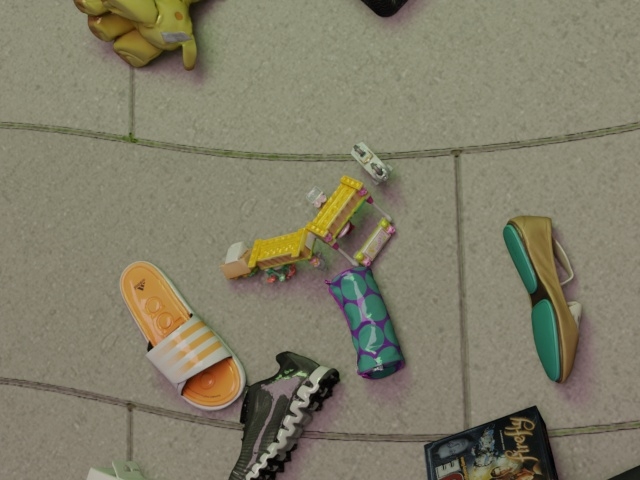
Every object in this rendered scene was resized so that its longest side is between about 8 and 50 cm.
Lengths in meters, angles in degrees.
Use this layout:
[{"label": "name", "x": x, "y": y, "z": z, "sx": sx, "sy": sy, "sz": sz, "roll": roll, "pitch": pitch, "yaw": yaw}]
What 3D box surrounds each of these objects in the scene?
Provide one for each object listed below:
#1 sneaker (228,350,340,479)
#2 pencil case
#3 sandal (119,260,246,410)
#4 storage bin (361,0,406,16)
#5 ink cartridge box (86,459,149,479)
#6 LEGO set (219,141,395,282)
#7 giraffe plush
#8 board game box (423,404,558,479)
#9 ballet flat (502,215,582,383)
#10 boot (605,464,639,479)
[{"label": "sneaker", "x": -0.077, "y": 0.254, "z": 1.881, "sx": 0.106, "sy": 0.078, "sz": 0.234, "roll": 33, "pitch": 87, "yaw": 22}, {"label": "pencil case", "x": 0.062, "y": 0.115, "z": 1.867, "sx": 0.070, "sy": 0.064, "sz": 0.152, "roll": -18, "pitch": 75, "yaw": -4}, {"label": "sandal", "x": -0.217, "y": 0.137, "z": 1.941, "sx": 0.102, "sy": 0.076, "sz": 0.265, "roll": -43, "pitch": 72, "yaw": 6}, {"label": "storage bin", "x": 0.105, "y": -0.428, "z": 1.940, "sx": 0.180, "sy": 0.084, "sz": 0.122, "roll": -47, "pitch": 72, "yaw": 5}, {"label": "ink cartridge box", "x": -0.286, "y": 0.386, "z": 1.909, "sx": 0.090, "sy": 0.092, "sz": 0.143, "roll": 17, "pitch": 86, "yaw": 18}, {"label": "LEGO set", "x": 0.000, "y": 0.000, "z": 1.908, "sx": 0.287, "sy": 0.107, "sz": 0.132, "roll": -40, "pitch": 37, "yaw": 11}, {"label": "giraffe plush", "x": -0.234, "y": -0.370, "z": 2.004, "sx": 0.210, "sy": 0.181, "sz": 0.170, "roll": 14, "pitch": 63, "yaw": 29}, {"label": "board game box", "x": 0.221, "y": 0.326, "z": 1.711, "sx": 0.165, "sy": 0.042, "sz": 0.243, "roll": -22, "pitch": 30, "yaw": 12}, {"label": "ballet flat", "x": 0.311, "y": 0.072, "z": 1.798, "sx": 0.073, "sy": 0.080, "sz": 0.232, "roll": -12, "pitch": 78, "yaw": -16}, {"label": "boot", "x": 0.365, "y": 0.484, "z": 1.648, "sx": 0.445, "sy": 0.146, "sz": 0.367, "roll": -22, "pitch": 68, "yaw": 5}]
